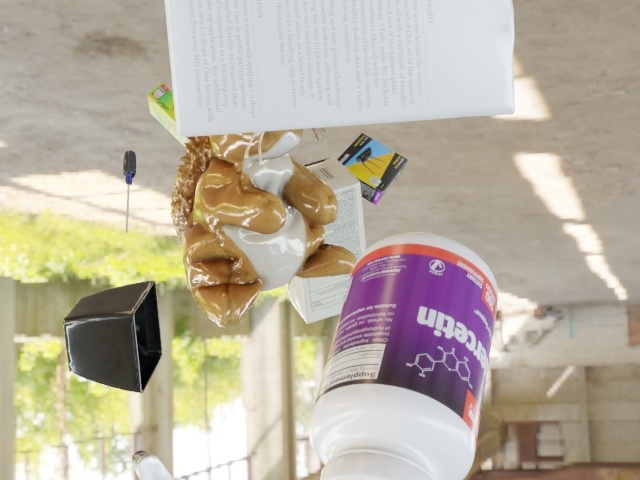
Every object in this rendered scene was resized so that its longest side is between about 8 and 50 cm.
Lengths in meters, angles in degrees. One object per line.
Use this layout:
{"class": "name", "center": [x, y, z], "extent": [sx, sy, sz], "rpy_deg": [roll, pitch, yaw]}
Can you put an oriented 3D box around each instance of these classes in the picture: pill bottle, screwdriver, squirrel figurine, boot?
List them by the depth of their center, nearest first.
{"class": "pill bottle", "center": [0.094, 0.157, 1.094], "extent": [0.181, 0.323, 0.181], "rpy_deg": [10, 138, 9]}
{"class": "screwdriver", "center": [-0.308, -0.081, 1.571], "extent": [0.024, 0.170, 0.025], "rpy_deg": [21, 131, -32]}
{"class": "squirrel figurine", "center": [-0.142, -0.120, 1.637], "extent": [0.281, 0.370, 0.397], "rpy_deg": [-19, -151, -25]}
{"class": "boot", "center": [-0.320, 0.512, 1.993], "extent": [0.069, 0.190, 0.086], "rpy_deg": [-29, -170, -19]}

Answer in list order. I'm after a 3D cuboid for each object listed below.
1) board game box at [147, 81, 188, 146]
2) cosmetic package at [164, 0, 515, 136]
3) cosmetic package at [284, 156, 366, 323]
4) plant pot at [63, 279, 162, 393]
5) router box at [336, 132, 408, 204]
{"class": "board game box", "center": [-0.278, -0.235, 2.012], "extent": [0.043, 0.181, 0.092], "rpy_deg": [-44, 172, -16]}
{"class": "cosmetic package", "center": [0.025, -0.271, 1.337], "extent": [0.453, 0.230, 0.161], "rpy_deg": [-4, -172, -2]}
{"class": "cosmetic package", "center": [0.000, 0.000, 1.967], "extent": [0.153, 0.296, 0.129], "rpy_deg": [-18, -145, -18]}
{"class": "plant pot", "center": [-0.448, 0.202, 2.091], "extent": [0.167, 0.187, 0.188], "rpy_deg": [1, -160, 6]}
{"class": "router box", "center": [0.112, -0.169, 2.269], "extent": [0.133, 0.046, 0.179], "rpy_deg": [31, -142, 7]}
